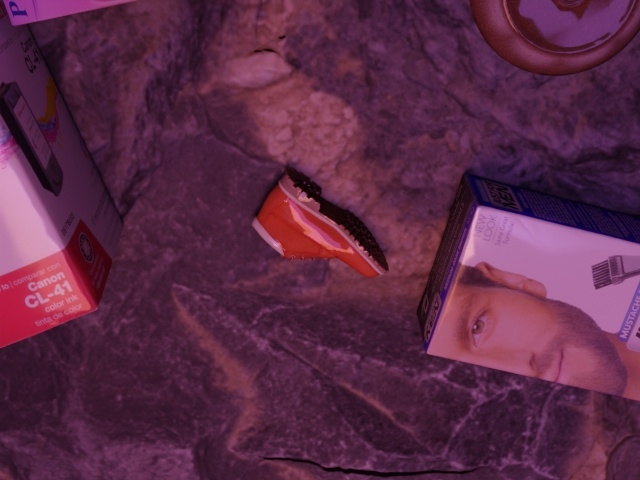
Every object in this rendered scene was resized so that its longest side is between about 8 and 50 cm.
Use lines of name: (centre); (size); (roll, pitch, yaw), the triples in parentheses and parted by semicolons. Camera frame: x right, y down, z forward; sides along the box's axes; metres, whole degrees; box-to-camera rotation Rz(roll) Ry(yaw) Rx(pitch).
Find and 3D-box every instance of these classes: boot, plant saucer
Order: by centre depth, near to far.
plant saucer: (0.252, -0.261, 1.068); (0.198, 0.036, 0.198); (-1, 113, -2)
boot: (0.000, 0.000, 1.159); (0.158, 0.059, 0.084); (39, 109, -7)

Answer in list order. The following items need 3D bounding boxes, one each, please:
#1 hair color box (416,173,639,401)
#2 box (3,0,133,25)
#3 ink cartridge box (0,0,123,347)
hair color box: (0.296, 0.063, 1.167); (0.339, 0.110, 0.185); (13, 112, -6)
box: (-0.188, -0.328, 0.937); (0.243, 0.117, 0.213); (-5, 115, 24)
ink cartridge box: (-0.320, -0.082, 1.019); (0.131, 0.226, 0.306); (-19, 113, 5)
